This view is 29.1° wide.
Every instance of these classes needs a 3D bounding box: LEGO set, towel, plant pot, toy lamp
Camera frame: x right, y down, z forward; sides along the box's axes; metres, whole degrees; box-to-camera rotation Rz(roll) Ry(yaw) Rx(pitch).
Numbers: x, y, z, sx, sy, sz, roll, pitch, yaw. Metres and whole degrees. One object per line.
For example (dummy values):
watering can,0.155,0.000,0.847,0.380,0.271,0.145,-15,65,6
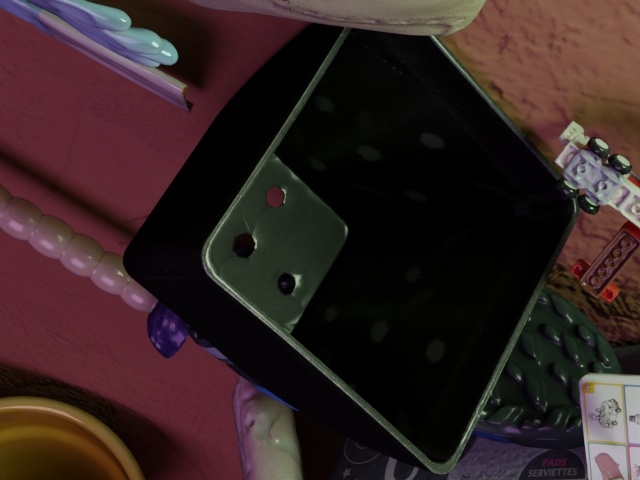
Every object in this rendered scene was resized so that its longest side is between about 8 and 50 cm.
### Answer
LEGO set,0.218,0.022,0.631,0.182,0.060,0.244,-2,107,28
towel,-0.018,0.316,1.015,0.053,0.332,0.317,-10,146,-7
plant pot,0.000,0.000,0.698,0.187,0.188,0.167,43,153,-26
toy lamp,-0.209,-0.012,0.883,0.274,0.080,0.080,30,145,-11
plant pot,-0.281,0.301,1.215,0.254,0.254,0.239,21,161,4

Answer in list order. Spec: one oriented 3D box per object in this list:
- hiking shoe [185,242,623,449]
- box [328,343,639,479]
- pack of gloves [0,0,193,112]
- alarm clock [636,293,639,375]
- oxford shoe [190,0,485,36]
hiking shoe,0.062,0.076,0.834,0.304,0.113,0.132,14,156,28
box,0.136,0.185,0.864,0.247,0.163,0.142,-13,133,41
pack of gloves,-0.166,-0.153,0.657,0.232,0.046,0.195,29,179,-2
alarm clock,0.231,0.105,0.747,0.064,0.129,0.192,-13,106,44
oxford shoe,-0.105,-0.175,0.560,0.397,0.140,0.146,22,160,13
